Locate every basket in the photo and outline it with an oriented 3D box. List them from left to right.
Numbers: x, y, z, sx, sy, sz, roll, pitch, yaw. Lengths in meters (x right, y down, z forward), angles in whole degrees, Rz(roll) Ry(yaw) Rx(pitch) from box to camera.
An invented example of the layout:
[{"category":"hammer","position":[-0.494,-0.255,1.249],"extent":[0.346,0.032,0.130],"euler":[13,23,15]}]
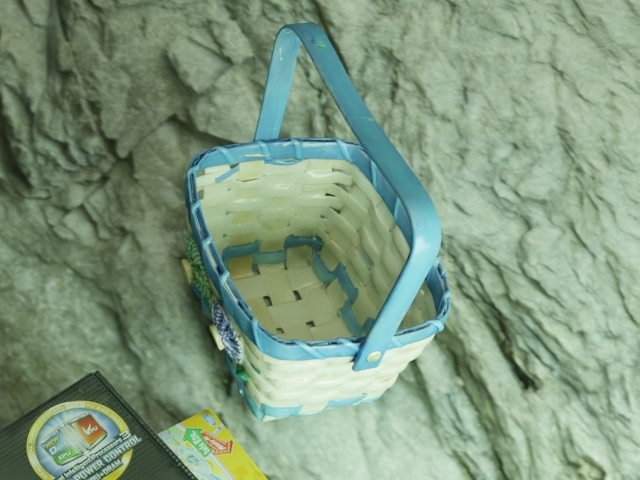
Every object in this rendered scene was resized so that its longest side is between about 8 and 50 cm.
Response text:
[{"category":"basket","position":[0.000,0.000,1.403],"extent":[0.201,0.289,0.254],"euler":[-5,48,-28]}]

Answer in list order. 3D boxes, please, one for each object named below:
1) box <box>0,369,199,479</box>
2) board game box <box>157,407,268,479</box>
[{"category":"box","position":[-0.207,0.248,1.252],"extent":[0.270,0.060,0.216],"euler":[-32,64,-29]},{"category":"board game box","position":[-0.088,0.217,1.361],"extent":[0.103,0.026,0.154],"euler":[-25,60,-33]}]
